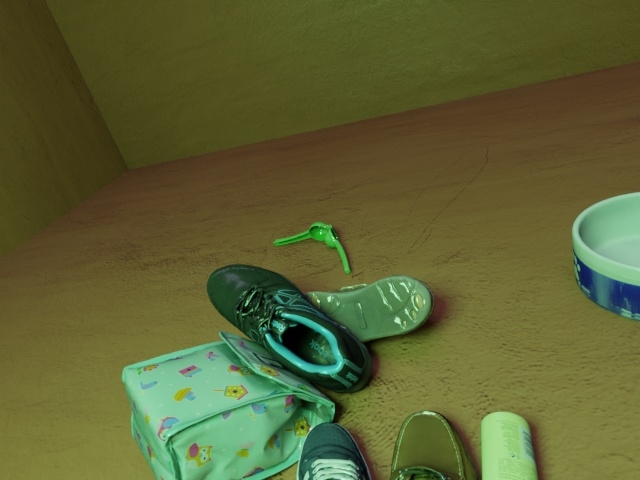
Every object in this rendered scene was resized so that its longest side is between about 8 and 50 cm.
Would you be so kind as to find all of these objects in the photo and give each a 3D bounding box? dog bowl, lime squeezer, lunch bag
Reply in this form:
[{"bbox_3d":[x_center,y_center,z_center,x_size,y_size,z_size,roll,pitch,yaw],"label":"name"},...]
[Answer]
[{"bbox_3d":[0.571,0.020,0.787,0.265,0.104,0.264,-14,28,7],"label":"dog bowl"},{"bbox_3d":[0.000,0.000,1.214,0.110,0.058,0.310,-33,31,-28],"label":"lime squeezer"},{"bbox_3d":[-0.137,0.248,0.721,0.263,0.160,0.223,-12,17,-32],"label":"lunch bag"}]

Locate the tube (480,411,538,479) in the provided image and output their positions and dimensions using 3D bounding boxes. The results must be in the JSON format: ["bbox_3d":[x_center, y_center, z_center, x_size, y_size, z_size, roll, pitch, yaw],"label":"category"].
[{"bbox_3d":[0.209,0.302,0.514,0.070,0.062,0.240,-10,28,21],"label":"tube"}]

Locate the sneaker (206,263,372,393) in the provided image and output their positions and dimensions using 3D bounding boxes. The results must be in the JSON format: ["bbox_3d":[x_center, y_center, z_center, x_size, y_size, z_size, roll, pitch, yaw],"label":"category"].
[{"bbox_3d":[-0.068,0.125,0.787,0.341,0.139,0.125,27,81,24],"label":"sneaker"}]

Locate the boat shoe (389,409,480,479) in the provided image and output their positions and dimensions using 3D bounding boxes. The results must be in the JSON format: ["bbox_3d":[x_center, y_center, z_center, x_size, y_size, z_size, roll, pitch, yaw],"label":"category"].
[{"bbox_3d":[0.126,0.300,0.520,0.111,0.104,0.307,-11,28,13],"label":"boat shoe"}]

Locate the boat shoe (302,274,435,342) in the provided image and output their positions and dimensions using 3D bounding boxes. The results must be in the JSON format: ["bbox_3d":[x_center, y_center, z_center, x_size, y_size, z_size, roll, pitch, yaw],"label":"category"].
[{"bbox_3d":[0.061,0.141,0.875,0.325,0.123,0.116,-12,-8,28],"label":"boat shoe"}]

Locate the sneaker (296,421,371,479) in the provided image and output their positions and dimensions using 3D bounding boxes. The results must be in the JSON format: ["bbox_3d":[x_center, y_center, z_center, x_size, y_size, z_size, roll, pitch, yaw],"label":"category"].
[{"bbox_3d":[0.016,0.291,0.528,0.099,0.153,0.282,-4,30,0],"label":"sneaker"}]
